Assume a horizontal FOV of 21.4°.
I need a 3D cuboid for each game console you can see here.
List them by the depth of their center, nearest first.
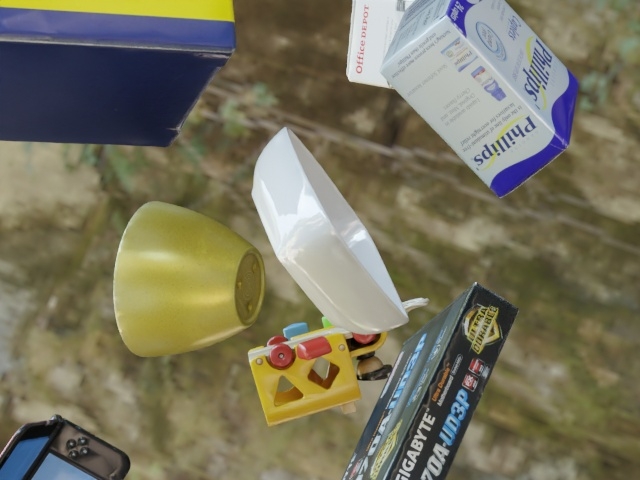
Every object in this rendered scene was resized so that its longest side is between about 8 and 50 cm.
[{"bbox_3d":[-0.246,0.231,1.460,0.144,0.124,0.085,-55,18,6],"label":"game console"}]

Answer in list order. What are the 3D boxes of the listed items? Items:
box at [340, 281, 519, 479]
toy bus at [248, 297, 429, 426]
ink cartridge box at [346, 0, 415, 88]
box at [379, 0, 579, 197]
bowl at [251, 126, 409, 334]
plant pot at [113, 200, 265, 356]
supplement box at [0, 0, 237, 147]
[{"bbox_3d":[0.085,0.162,1.497,0.220,0.051,0.175,-63,6,-28],"label":"box"},{"bbox_3d":[0.014,0.150,1.967,0.191,0.202,0.104,-20,-84,-47],"label":"toy bus"},{"bbox_3d":[0.104,-0.214,1.840,0.056,0.135,0.099,-18,-63,-58],"label":"ink cartridge box"},{"bbox_3d":[0.123,-0.123,1.276,0.072,0.137,0.126,-38,15,27],"label":"box"},{"bbox_3d":[0.000,0.000,1.263,0.053,0.142,0.142,-32,-50,6],"label":"bowl"},{"bbox_3d":[-0.103,0.037,1.437,0.134,0.095,0.134,5,-90,-70],"label":"plant pot"},{"bbox_3d":[-0.198,-0.278,1.372,0.194,0.195,0.357,136,131,-62],"label":"supplement box"}]
